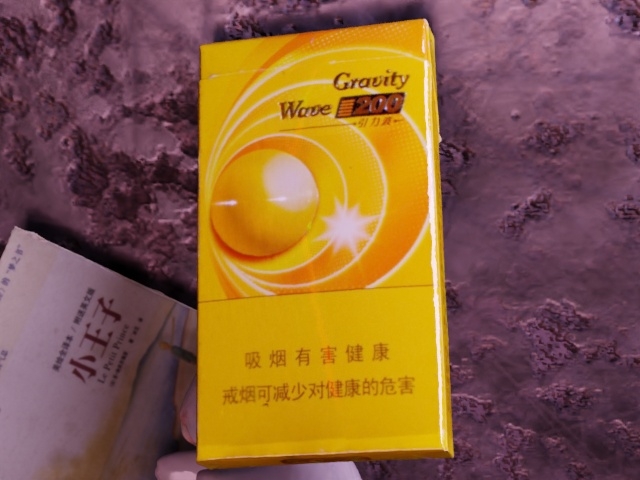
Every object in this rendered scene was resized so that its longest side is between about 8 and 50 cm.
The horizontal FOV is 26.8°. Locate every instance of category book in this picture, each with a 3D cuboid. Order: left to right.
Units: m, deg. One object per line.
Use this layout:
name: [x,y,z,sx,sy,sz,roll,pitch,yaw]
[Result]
book: [-0.126,0.139,0.962,0.289,0.026,0.201,24,83,-7]

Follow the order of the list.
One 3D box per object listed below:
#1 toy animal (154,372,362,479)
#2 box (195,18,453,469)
toy animal: [-0.044,0.134,0.894,0.138,0.140,0.283,-17,94,-25]
box: [0.000,0.000,0.817,0.152,0.269,0.043,-5,163,10]
